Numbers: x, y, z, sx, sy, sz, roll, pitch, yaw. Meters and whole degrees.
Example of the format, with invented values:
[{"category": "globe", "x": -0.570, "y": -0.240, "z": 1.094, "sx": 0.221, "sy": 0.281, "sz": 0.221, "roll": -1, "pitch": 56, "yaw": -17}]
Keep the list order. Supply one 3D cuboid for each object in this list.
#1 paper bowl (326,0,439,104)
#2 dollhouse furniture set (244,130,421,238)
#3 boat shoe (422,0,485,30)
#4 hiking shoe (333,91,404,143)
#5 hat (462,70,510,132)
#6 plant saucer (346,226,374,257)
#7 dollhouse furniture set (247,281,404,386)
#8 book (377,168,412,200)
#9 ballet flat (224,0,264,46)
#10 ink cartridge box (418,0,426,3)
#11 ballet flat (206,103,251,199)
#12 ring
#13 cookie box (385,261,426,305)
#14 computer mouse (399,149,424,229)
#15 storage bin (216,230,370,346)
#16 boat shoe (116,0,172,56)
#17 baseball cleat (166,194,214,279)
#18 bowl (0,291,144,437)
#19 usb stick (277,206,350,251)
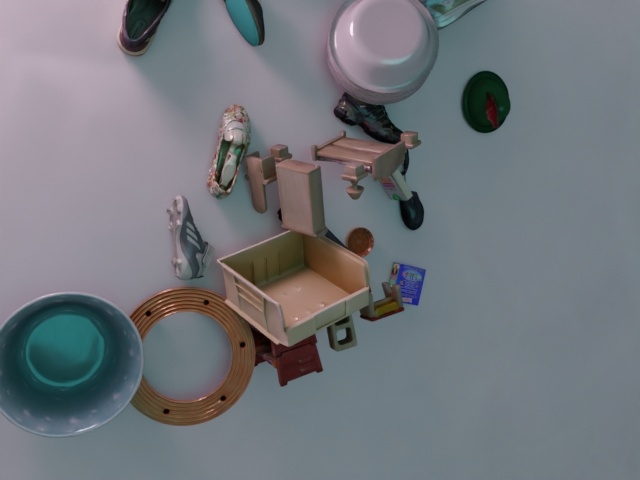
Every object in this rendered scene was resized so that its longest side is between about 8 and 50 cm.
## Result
[{"category": "paper bowl", "x": 0.159, "y": -0.501, "z": 1.612, "sx": 0.284, "sy": 0.148, "sz": 0.285, "roll": 1, "pitch": 82, "yaw": -4}, {"category": "dollhouse furniture set", "x": 0.038, "y": -0.166, "z": 1.634, "sx": 0.355, "sy": 0.303, "sz": 0.174, "roll": -33, "pitch": 129, "yaw": -42}, {"category": "boat shoe", "x": 0.396, "y": -0.695, "z": 1.767, "sx": 0.320, "sy": 0.118, "sz": 0.103, "roll": -36, "pitch": 112, "yaw": -10}, {"category": "hiking shoe", "x": 0.152, "y": -0.338, "z": 1.705, "sx": 0.226, "sy": 0.086, "sz": 0.114, "roll": 24, "pitch": 88, "yaw": -23}, {"category": "hat", "x": 0.522, "y": -0.390, "z": 1.810, "sx": 0.172, "sy": 0.183, "sz": 0.209, "roll": 14, "pitch": 89, "yaw": -25}, {"category": "plant saucer", "x": 0.108, "y": 0.005, "z": 1.757, "sx": 0.083, "sy": 0.013, "sz": 0.084, "roll": -2, "pitch": 95, "yaw": -24}, {"category": "dollhouse furniture set", "x": 0.012, "y": 0.221, "z": 1.634, "sx": 0.373, "sy": 0.201, "sz": 0.152, "roll": -15, "pitch": 101, "yaw": -23}, {"category": "book", "x": 0.184, "y": -0.174, "z": 1.729, "sx": 0.035, "sy": 0.096, "sz": 0.144, "roll": -39, "pitch": 108, "yaw": -16}, {"category": "ballet flat", "x": -0.202, "y": -0.605, "z": 1.524, "sx": 0.096, "sy": 0.095, "sz": 0.280, "roll": -47, "pitch": 111, "yaw": -26}, {"category": "ink cartridge box", "x": 0.219, "y": -0.713, "z": 1.580, "sx": 0.226, "sy": 0.306, "sz": 0.131, "roll": 34, "pitch": 81, "yaw": -23}, {"category": "ballet flat", "x": -0.215, "y": -0.216, "z": 1.559, "sx": 0.091, "sy": 0.077, "sz": 0.241, "roll": 12, "pitch": 90, "yaw": -23}, {"category": "ring", "x": -0.326, "y": 0.280, "z": 1.552, "sx": 0.336, "sy": 0.032, "sz": 0.337, "roll": 0, "pitch": 92, "yaw": -12}, {"category": "cookie box", "x": 0.242, "y": 0.124, "z": 1.812, "sx": 0.091, "sy": 0.040, "sz": 0.107, "roll": 13, "pitch": 89, "yaw": -25}, {"category": "computer mouse", "x": 0.251, "y": -0.147, "z": 1.792, "sx": 0.071, "sy": 0.041, "sz": 0.242, "roll": -16, "pitch": 101, "yaw": -21}, {"category": "storage bin", "x": -0.059, "y": 0.101, "z": 1.505, "sx": 0.262, "sy": 0.260, "sz": 0.123, "roll": -23, "pitch": 126, "yaw": -34}, {"category": "boat shoe", "x": -0.382, "y": -0.559, "z": 1.444, "sx": 0.102, "sy": 0.092, "sz": 0.285, "roll": 23, "pitch": 85, "yaw": -24}, {"category": "baseball cleat", "x": -0.314, "y": -0.009, "z": 1.549, "sx": 0.109, "sy": 0.072, "sz": 0.206, "roll": -5, "pitch": 102, "yaw": -37}, {"category": "bowl", "x": -0.559, "y": 0.253, "z": 1.403, "sx": 0.311, "sy": 0.163, "sz": 0.312, "roll": -3, "pitch": 97, "yaw": -24}, {"category": "usb stick", "x": 0.000, "y": 0.000, "z": 1.691, "sx": 0.278, "sy": 0.045, "sz": 0.077, "roll": 45, "pitch": 78, "yaw": -20}]
